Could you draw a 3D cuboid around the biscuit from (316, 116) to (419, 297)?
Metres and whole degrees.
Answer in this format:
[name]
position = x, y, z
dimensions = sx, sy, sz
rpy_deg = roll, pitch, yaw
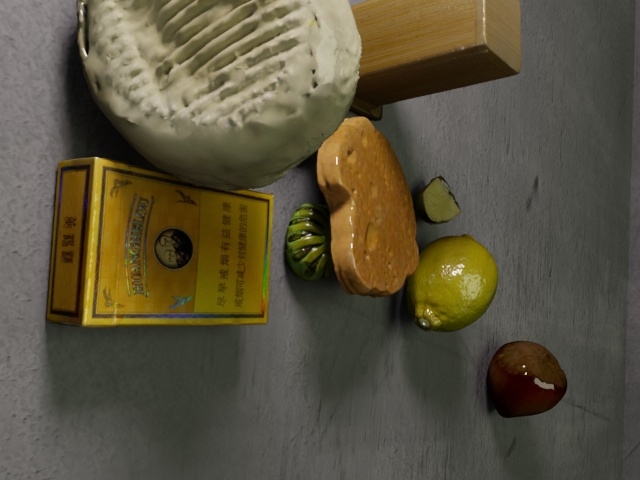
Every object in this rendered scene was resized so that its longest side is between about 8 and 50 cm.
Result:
[biscuit]
position = 0.081, -0.055, 1.163
dimensions = 0.351, 0.057, 0.312
rpy_deg = -41, 115, -60

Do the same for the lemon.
[lemon]
position = 0.264, 0.093, 1.380
dimensions = 0.248, 0.184, 0.184
rpy_deg = -56, 130, -30

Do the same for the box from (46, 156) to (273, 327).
[box]
position = -0.192, 0.013, 0.878
dimensions = 0.301, 0.084, 0.192
rpy_deg = 8, 82, -52

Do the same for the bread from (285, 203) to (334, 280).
[bread]
position = 0.000, 0.000, 1.137
dimensions = 0.139, 0.071, 0.130
rpy_deg = -11, 93, -52

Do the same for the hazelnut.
[hazelnut]
position = 0.506, 0.359, 1.702
dimensions = 0.208, 0.208, 0.208
rpy_deg = 2, 88, -52

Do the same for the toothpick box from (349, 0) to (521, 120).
[toothpick box]
position = 0.173, -0.342, 1.175
dimensions = 0.187, 0.308, 0.190
rpy_deg = 13, 77, -51

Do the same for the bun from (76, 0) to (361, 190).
[bun]
position = -0.106, -0.234, 0.804
dimensions = 0.211, 0.360, 0.359
rpy_deg = 7, 84, -67

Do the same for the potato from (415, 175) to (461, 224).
[potato]
position = 0.234, -0.074, 1.442
dimensions = 0.103, 0.066, 0.096
rpy_deg = -28, 88, -39
